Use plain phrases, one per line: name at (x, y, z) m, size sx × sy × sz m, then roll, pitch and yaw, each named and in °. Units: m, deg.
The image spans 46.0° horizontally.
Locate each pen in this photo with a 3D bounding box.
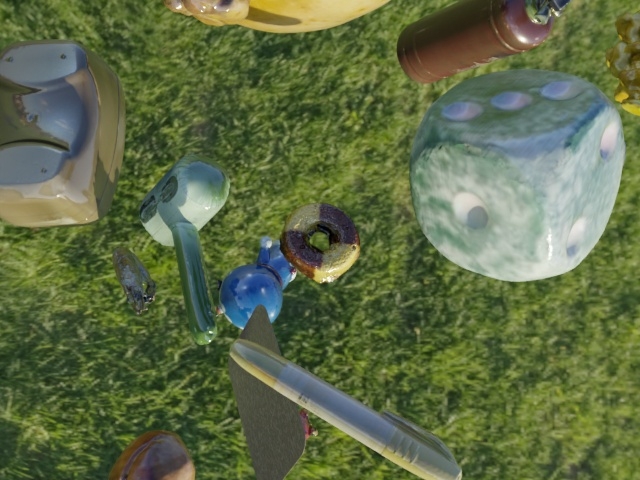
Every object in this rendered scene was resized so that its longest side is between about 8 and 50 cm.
pen at (0.022, 0.148, 0.669) m, size 0.233 × 0.032 × 0.040 m, roll 30°, pitch 88°, yaw 7°

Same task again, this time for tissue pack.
tissue pack at (-0.570, -0.216, 1.640) m, size 0.277 × 0.267 × 0.387 m, roll 55°, pitch 35°, yaw -69°

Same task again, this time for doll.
doll at (-0.154, 0.107, 1.879) m, size 0.257 × 0.161 × 0.215 m, roll -49°, pitch 135°, yaw -52°

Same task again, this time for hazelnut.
hazelnut at (-0.353, 0.486, 1.601) m, size 0.182 × 0.182 × 0.182 m, roll 7°, pitch 78°, yaw -38°

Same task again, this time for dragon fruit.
dragon fruit at (-0.076, 0.476, 1.971) m, size 0.112 × 0.126 × 0.068 m, roll -26°, pitch 133°, yaw -54°

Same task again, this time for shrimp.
shrimp at (-0.386, 0.092, 1.601) m, size 0.047 × 0.223 × 0.126 m, roll -38°, pitch 129°, yaw 5°

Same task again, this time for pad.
pad at (-0.089, 0.244, 1.166) m, size 0.002 × 0.176 × 0.266 m, roll 5°, pitch 44°, yaw -30°

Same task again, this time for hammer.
hammer at (-0.228, 0.025, 1.364) m, size 0.119 × 0.206 × 0.335 m, roll 0°, pitch 66°, yaw -37°

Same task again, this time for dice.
dice at (0.406, -0.142, 1.548) m, size 0.348 × 0.328 × 0.330 m, roll -39°, pitch 133°, yaw -34°

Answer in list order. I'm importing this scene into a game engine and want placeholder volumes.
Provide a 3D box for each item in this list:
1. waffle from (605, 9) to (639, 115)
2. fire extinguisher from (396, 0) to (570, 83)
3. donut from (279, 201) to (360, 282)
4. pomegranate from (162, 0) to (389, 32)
waffle at (0.398, -0.175, 0.689) m, size 0.253 × 0.249 × 0.056 m, roll -32°, pitch 140°, yaw 2°
fire extinguisher at (0.256, -0.322, 1.086) m, size 0.102 × 0.344 × 0.138 m, roll 46°, pitch 67°, yaw -20°
donut at (0.000, 0.000, 1.261) m, size 0.140 × 0.059 × 0.140 m, roll 1°, pitch 81°, yaw -4°
pomegranate at (-0.052, -0.369, 0.683) m, size 0.411 × 0.411 × 0.411 m, roll 7°, pitch 78°, yaw -38°
